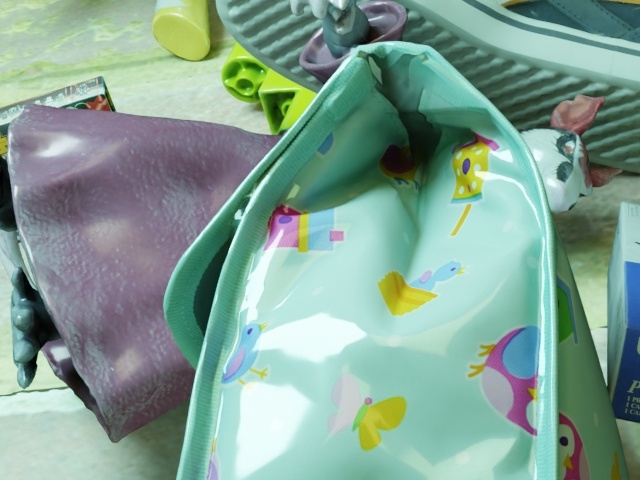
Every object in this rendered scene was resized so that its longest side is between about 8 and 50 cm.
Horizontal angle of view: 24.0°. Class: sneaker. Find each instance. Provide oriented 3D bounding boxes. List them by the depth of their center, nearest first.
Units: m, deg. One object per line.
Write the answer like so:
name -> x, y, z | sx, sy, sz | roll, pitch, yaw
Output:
sneaker -> 0.101, -0.141, 0.934 | 0.321, 0.126, 0.127 | 16, 59, -3

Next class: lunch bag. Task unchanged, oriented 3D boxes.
lunch bag -> 0.041, 0.080, 0.598 | 0.160, 0.223, 0.262 | -7, 62, 15

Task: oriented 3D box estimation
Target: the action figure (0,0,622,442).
action figure -> 0.000, 0.000, 0.872 | 0.370, 0.248, 0.276 | -12, -8, -13

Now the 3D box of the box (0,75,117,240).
box -> -0.198, -0.049, 1.034 | 0.137, 0.094, 0.027 | -18, 36, 0

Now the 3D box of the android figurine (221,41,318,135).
android figurine -> 0.058, -0.148, 1.093 | 0.248, 0.056, 0.273 | -1, 41, 22

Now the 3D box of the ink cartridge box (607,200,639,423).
ink cartridge box -> 0.189, 0.035, 0.721 | 0.097, 0.046, 0.207 | 10, 18, 7

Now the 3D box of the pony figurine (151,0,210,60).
pony figurine -> -0.144, -0.349, 1.300 | 0.351, 0.303, 0.363 | 29, 45, 5
